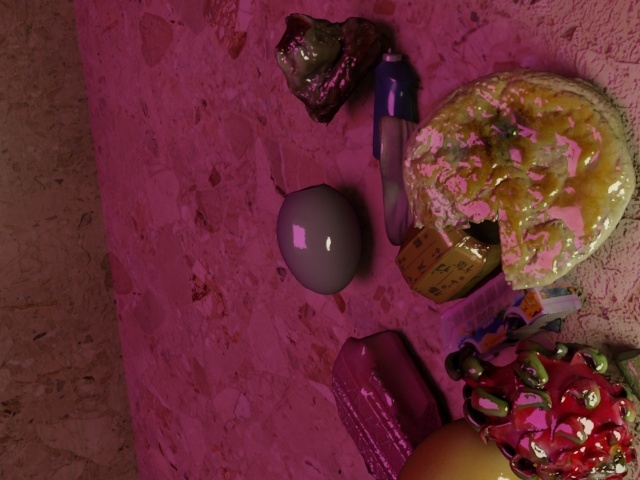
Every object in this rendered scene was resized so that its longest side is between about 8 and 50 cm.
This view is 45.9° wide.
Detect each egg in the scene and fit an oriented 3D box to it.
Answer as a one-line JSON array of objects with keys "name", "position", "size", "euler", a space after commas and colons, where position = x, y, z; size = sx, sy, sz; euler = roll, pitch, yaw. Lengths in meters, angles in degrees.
[{"name": "egg", "position": [0.251, 0.439, 1.276], "size": [0.250, 0.250, 0.322], "euler": [42, 127, 43]}, {"name": "egg", "position": [0.000, 0.000, 1.582], "size": [0.176, 0.176, 0.231], "euler": [5, 111, 57]}]

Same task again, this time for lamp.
[{"name": "lamp", "position": [0.222, 0.012, 1.267], "size": [0.161, 0.161, 0.185], "euler": [62, 146, 23]}]

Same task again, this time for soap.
[{"name": "soap", "position": [0.138, 0.346, 1.534], "size": [0.324, 0.127, 0.220], "euler": [57, 142, 30]}]

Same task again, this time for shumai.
[{"name": "shumai", "position": [-0.001, -0.353, 1.443], "size": [0.185, 0.184, 0.218], "euler": [38, 164, -4]}]

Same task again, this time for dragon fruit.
[{"name": "dragon fruit", "position": [0.308, 0.246, 1.085], "size": [0.273, 0.198, 0.218], "euler": [-12, 132, 33]}]

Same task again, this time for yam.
[{"name": "yam", "position": [0.456, 0.196, 1.069], "size": [0.094, 0.043, 0.043], "euler": [64, 145, 20]}]

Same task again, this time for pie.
[{"name": "pie", "position": [0.278, -0.101, 1.092], "size": [0.338, 0.075, 0.337], "euler": [2, 94, 27]}]

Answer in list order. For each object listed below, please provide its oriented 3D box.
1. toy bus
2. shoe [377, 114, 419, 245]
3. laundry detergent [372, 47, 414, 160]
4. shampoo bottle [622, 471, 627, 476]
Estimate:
[{"name": "toy bus", "position": [0.300, 0.126, 1.243], "size": [0.274, 0.090, 0.112], "euler": [-48, 54, 53]}, {"name": "shoe", "position": [0.184, -0.105, 1.329], "size": [0.316, 0.160, 0.124], "euler": [71, -165, -58]}, {"name": "laundry detergent", "position": [0.134, -0.250, 1.397], "size": [0.097, 0.061, 0.206], "euler": [-147, 53, -63]}, {"name": "shampoo bottle", "position": [0.400, 0.306, 1.173], "size": [0.102, 0.064, 0.260], "euler": [-41, 66, 45]}]
